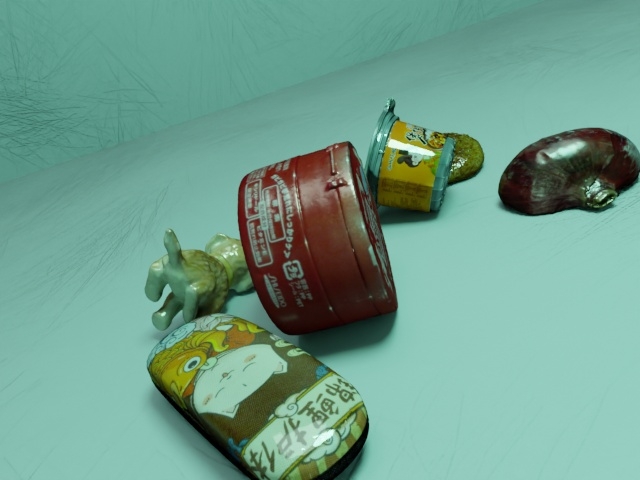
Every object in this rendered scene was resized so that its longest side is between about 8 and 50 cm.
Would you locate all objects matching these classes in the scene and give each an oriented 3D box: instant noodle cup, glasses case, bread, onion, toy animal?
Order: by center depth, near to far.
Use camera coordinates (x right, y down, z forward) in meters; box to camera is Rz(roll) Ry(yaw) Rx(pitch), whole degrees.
[{"bbox_3d":[-0.081,0.156,0.596,0.122,0.082,0.321,-31,28,-30],"label":"glasses case"},{"bbox_3d":[-0.155,0.029,0.809,0.104,0.184,0.185,29,39,25],"label":"toy animal"},{"bbox_3d":[0.373,-0.112,0.831,0.206,0.098,0.151,-17,23,0],"label":"onion"},{"bbox_3d":[0.151,-0.120,0.925,0.125,0.208,0.177,14,30,15],"label":"instant noodle cup"},{"bbox_3d":[0.218,-0.156,1.069,0.193,0.064,0.193,-13,28,7],"label":"bread"}]

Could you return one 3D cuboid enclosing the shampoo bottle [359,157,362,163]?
[{"bbox_3d":[-0.017,-0.145,1.211,0.221,0.051,0.108,-6,25,24],"label":"shampoo bottle"}]

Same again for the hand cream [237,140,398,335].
[{"bbox_3d":[0.000,0.000,0.698,0.149,0.230,0.230,-15,25,8],"label":"hand cream"}]
